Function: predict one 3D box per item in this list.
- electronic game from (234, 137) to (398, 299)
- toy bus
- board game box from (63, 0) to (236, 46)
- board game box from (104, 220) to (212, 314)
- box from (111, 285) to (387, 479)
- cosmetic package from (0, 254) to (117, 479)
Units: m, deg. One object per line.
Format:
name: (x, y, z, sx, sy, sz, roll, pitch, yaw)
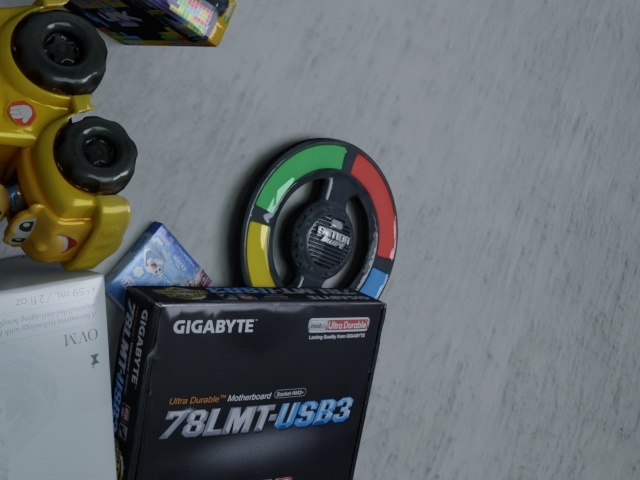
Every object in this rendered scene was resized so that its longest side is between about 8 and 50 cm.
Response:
electronic game: (0.000, 0.000, 1.278, 0.229, 0.048, 0.229, -7, 101, -39)
toy bus: (-0.277, -0.080, 0.936, 0.211, 0.149, 0.220, -10, 72, -34)
board game box: (-0.179, -0.225, 1.016, 0.141, 0.170, 0.048, 28, 80, -38)
board game box: (-0.167, 0.044, 1.164, 0.090, 0.020, 0.090, -51, 125, -20)
box: (-0.083, 0.195, 1.202, 0.295, 0.073, 0.293, 3, 103, -39)
cosmetic package: (-0.308, 0.144, 0.987, 0.224, 0.138, 0.225, -10, 105, -38)
